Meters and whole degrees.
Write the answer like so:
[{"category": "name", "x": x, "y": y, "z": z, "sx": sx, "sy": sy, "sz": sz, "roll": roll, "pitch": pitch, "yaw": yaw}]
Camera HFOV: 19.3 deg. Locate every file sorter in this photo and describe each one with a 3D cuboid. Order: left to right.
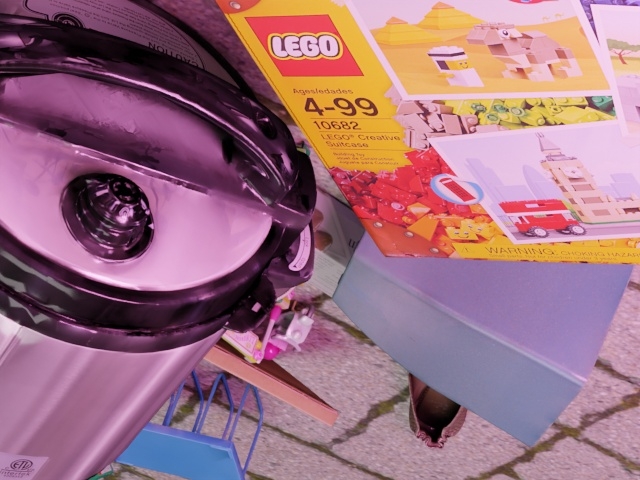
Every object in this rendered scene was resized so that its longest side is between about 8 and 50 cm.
[{"category": "file sorter", "x": -0.164, "y": 0.214, "z": 2.257, "sx": 0.170, "sy": 0.104, "sz": 0.118, "roll": 12, "pitch": 151, "yaw": 14}]

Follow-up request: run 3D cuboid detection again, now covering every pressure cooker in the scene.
[{"category": "pressure cooker", "x": -0.227, "y": -0.017, "z": 1.596, "sx": 0.375, "sy": 0.370, "sz": 0.420, "roll": 51, "pitch": 134, "yaw": 12}]

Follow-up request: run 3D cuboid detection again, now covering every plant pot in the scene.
[{"category": "plant pot", "x": 0.143, "y": 0.044, "z": 1.737, "sx": 0.234, "sy": 0.165, "sz": 0.165, "roll": 27, "pitch": 151, "yaw": 1}]

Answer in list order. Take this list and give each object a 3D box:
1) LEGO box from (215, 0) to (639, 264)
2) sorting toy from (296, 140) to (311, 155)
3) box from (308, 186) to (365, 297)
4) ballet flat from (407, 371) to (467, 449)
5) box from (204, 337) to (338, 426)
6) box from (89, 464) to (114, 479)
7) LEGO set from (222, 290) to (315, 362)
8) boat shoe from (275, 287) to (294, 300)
[{"category": "LEGO box", "x": 0.224, "y": -0.157, "z": 1.297, "sx": 0.500, "sy": 0.193, "sz": 0.372, "roll": 1, "pitch": 147, "yaw": 29}, {"category": "sorting toy", "x": 0.012, "y": -0.078, "z": 1.743, "sx": 0.083, "sy": 0.012, "sz": 0.062, "roll": -2, "pitch": 145, "yaw": 33}, {"category": "box", "x": 0.000, "y": 0.000, "z": 1.833, "sx": 0.324, "sy": 0.063, "sz": 0.067, "roll": 33, "pitch": 149, "yaw": -23}, {"category": "ballet flat", "x": 0.127, "y": 0.163, "z": 2.045, "sx": 0.084, "sy": 0.058, "sz": 0.250, "roll": 14, "pitch": 151, "yaw": 7}, {"category": "box", "x": -0.091, "y": 0.126, "z": 2.043, "sx": 0.201, "sy": 0.021, "sz": 0.164, "roll": 32, "pitch": -179, "yaw": -37}, {"category": "box", "x": -0.303, "y": 0.197, "z": 2.274, "sx": 0.043, "sy": 0.179, "sz": 0.105, "roll": -23, "pitch": 163, "yaw": -9}, {"category": "LEGO set", "x": -0.136, "y": 0.049, "z": 1.953, "sx": 0.287, "sy": 0.107, "sz": 0.132, "roll": 27, "pitch": 150, "yaw": -15}, {"category": "boat shoe", "x": -0.186, "y": -0.005, "z": 1.869, "sx": 0.335, "sy": 0.112, "sz": 0.095, "roll": 15, "pitch": 174, "yaw": 12}]
